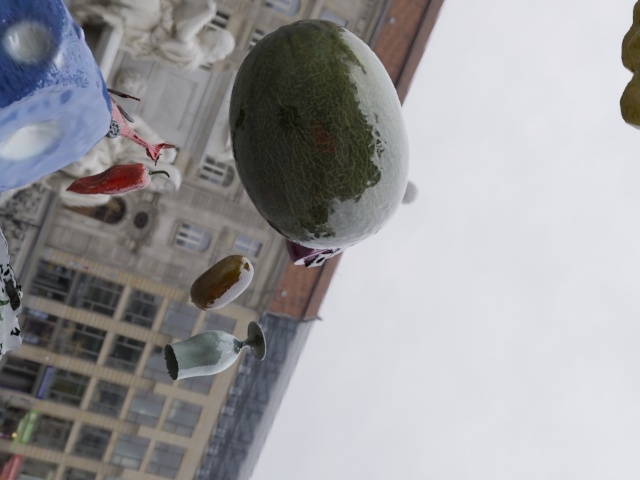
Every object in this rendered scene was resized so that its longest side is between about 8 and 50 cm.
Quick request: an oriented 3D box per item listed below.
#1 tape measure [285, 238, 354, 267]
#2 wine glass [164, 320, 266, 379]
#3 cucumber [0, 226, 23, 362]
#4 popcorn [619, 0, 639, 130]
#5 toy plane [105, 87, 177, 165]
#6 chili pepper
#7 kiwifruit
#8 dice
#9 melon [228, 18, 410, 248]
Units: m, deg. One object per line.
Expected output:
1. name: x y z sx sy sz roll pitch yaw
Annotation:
1. tape measure: 0.000 0.000 1.322 0.125 0.118 0.074 -33 -108 53
2. wine glass: -0.224 0.234 1.553 0.093 0.202 0.093 23 -62 56
3. cucumber: -0.227 -0.077 0.326 0.096 0.360 0.096 -24 -170 4
4. popcorn: 0.214 -0.076 0.287 0.180 0.179 0.170 -55 -160 40
5. toy plane: -0.300 -0.167 1.056 0.194 0.126 0.077 61 44 -65
6. chili pepper: -0.375 -0.114 1.358 0.059 0.191 0.050 -111 -167 -49
7. kiwifruit: -0.173 0.075 1.293 0.124 0.075 0.075 -35 -170 -16
8. dice: -0.254 -0.126 0.555 0.146 0.146 0.143 -32 173 -17
9. melon: -0.003 -0.140 0.988 0.237 0.237 0.302 -133 -153 -71
